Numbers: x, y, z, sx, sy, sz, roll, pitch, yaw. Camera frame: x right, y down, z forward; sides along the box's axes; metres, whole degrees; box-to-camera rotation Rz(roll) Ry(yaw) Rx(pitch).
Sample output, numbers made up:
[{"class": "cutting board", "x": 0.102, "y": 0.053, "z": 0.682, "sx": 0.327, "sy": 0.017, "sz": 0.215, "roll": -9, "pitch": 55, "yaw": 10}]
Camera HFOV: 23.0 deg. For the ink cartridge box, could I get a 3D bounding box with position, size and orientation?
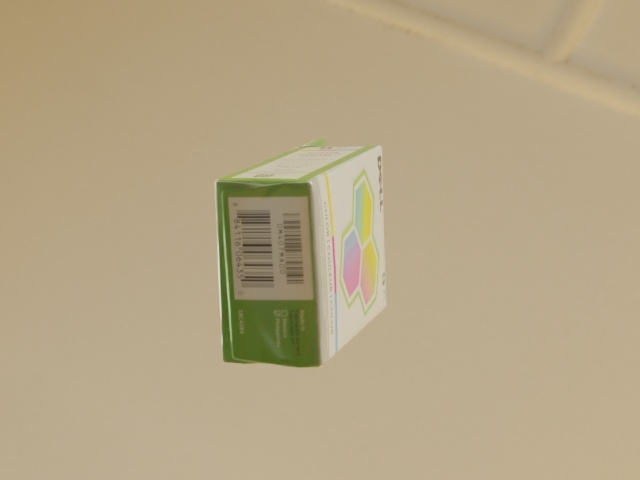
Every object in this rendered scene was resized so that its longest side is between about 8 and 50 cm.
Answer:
[{"class": "ink cartridge box", "x": 0.000, "y": 0.000, "z": 0.983, "sx": 0.062, "sy": 0.209, "sz": 0.109, "roll": 1, "pitch": -79, "yaw": 17}]
